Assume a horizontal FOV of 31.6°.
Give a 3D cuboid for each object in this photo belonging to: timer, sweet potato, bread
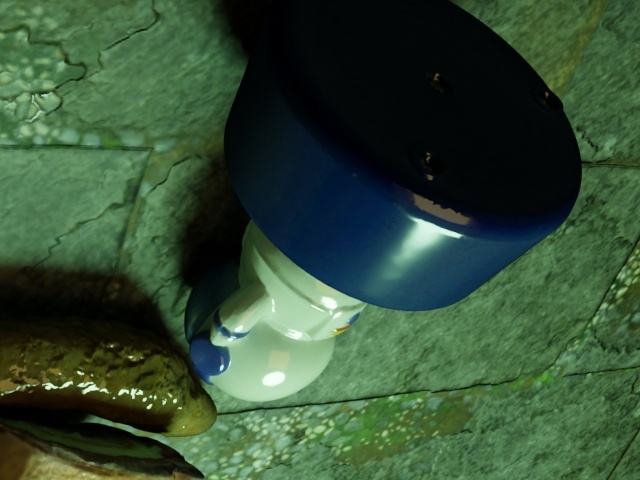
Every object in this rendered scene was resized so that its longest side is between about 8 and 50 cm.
[{"bbox_3d":[0.000,0.000,0.941,0.270,0.270,0.383,2,140,-36],"label":"timer"},{"bbox_3d":[-0.194,0.115,0.999,0.114,0.092,0.341,-32,145,33],"label":"sweet potato"},{"bbox_3d":[-0.250,0.212,0.976,0.244,0.190,0.123,23,80,-44],"label":"bread"}]
